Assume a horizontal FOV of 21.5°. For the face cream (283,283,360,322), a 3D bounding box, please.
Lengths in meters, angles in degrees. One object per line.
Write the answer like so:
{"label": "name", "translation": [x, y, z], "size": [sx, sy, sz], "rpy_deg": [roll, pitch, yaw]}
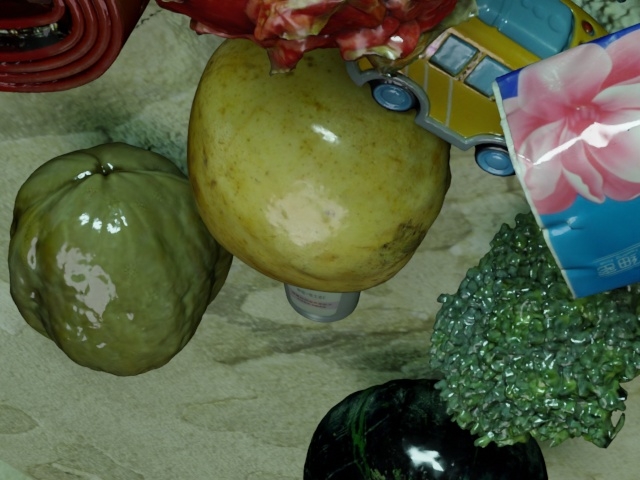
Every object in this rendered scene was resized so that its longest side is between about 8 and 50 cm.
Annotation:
{"label": "face cream", "translation": [0.000, 0.000, 1.855], "size": [0.107, 0.073, 0.269], "rpy_deg": [12, 152, 6]}

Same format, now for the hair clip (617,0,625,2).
{"label": "hair clip", "translation": [0.215, -0.271, 1.177], "size": [0.083, 0.048, 0.275], "rpy_deg": [9, 146, 33]}

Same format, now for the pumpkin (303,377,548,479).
{"label": "pumpkin", "translation": [0.133, 0.296, 2.142], "size": [0.315, 0.239, 0.315], "rpy_deg": [6, 142, 4]}

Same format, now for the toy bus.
{"label": "toy bus", "translation": [0.140, -0.153, 1.373], "size": [0.209, 0.126, 0.136], "rpy_deg": [30, 146, -13]}

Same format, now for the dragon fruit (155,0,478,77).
{"label": "dragon fruit", "translation": [-0.026, -0.264, 1.122], "size": [0.342, 0.277, 0.277], "rpy_deg": [49, 153, 0]}

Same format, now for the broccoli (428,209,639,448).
{"label": "broccoli", "translation": [0.256, 0.085, 1.707], "size": [0.288, 0.248, 0.245], "rpy_deg": [-4, 180, 29]}

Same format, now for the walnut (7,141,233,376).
{"label": "walnut", "translation": [-0.227, 0.017, 1.909], "size": [0.282, 0.227, 0.283], "rpy_deg": [-13, 137, -12]}

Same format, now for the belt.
{"label": "belt", "translation": [-0.310, -0.255, 1.511], "size": [0.323, 0.115, 0.227], "rpy_deg": [11, 136, 11]}

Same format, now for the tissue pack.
{"label": "tissue pack", "translation": [0.287, -0.072, 1.265], "size": [0.269, 0.137, 0.209], "rpy_deg": [-19, 143, 10]}

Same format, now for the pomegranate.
{"label": "pomegranate", "translation": [-0.001, -0.076, 1.511], "size": [0.260, 0.260, 0.260], "rpy_deg": [19, 155, 10]}
